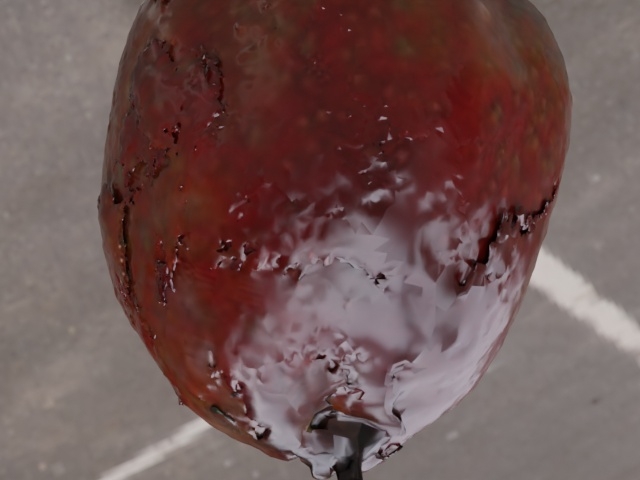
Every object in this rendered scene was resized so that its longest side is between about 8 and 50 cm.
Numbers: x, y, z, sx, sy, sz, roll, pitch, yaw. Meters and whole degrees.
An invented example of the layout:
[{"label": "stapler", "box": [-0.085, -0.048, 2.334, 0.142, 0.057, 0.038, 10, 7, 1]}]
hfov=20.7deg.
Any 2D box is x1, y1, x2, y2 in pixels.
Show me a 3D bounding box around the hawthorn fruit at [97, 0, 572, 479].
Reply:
[{"label": "hawthorn fruit", "box": [0.000, 0.000, 0.632, 0.181, 0.235, 0.181, 3, 155, 2]}]
